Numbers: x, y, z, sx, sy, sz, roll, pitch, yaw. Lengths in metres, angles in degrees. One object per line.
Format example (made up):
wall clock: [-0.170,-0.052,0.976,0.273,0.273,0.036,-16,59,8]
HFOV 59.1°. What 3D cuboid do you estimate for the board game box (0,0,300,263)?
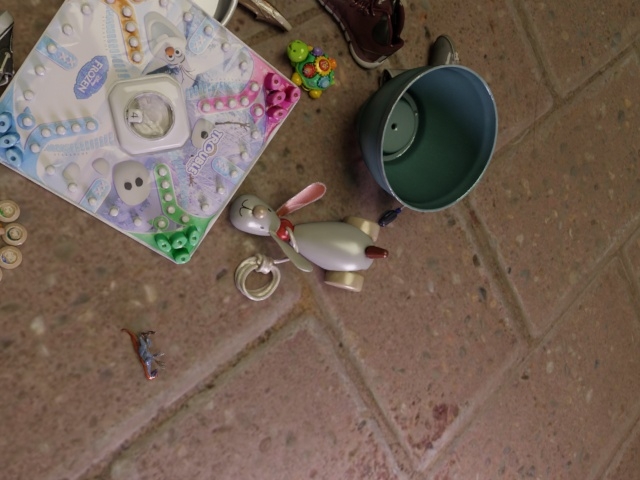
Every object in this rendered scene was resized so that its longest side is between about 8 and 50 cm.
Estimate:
board game box: [-0.281,-0.205,0.935,0.389,0.050,0.390,34,91,-25]

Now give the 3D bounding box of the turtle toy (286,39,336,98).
turtle toy: [-0.019,-0.364,1.175,0.130,0.066,0.095,29,73,-27]

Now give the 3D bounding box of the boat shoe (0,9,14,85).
boat shoe: [-0.503,-0.263,0.844,0.070,0.077,0.220,54,28,-44]

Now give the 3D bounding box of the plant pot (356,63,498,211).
plant pot: [0.197,-0.230,1.197,0.292,0.196,0.293,-12,116,-26]

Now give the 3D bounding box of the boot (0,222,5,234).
boot: [-0.587,-0.119,0.782,0.294,0.104,0.212,9,81,-21]

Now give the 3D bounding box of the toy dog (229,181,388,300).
toy dog: [0.000,0.000,1.109,0.333,0.161,0.220,-3,88,-31]

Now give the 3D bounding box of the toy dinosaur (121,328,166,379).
toy dinosaur: [-0.307,0.201,0.994,0.090,0.047,0.082,11,90,3]

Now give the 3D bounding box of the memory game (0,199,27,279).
memory game: [-0.551,-0.009,0.862,0.186,0.012,0.187,2,86,-31]

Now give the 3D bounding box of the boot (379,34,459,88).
boot: [0.230,-0.394,1.334,0.208,0.076,0.190,-8,89,-25]

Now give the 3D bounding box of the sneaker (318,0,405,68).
sneaker: [0.094,-0.516,1.196,0.106,0.162,0.281,-45,110,-25]

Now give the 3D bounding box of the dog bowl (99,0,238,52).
dog bowl: [-0.277,-0.451,0.966,0.264,0.104,0.265,-4,100,-22]

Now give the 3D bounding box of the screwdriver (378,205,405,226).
screwdriver: [0.195,-0.079,1.312,0.169,0.025,0.024,-35,105,-27]

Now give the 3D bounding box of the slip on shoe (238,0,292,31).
slip on shoe: [-0.117,-0.463,1.139,0.135,0.051,0.041,31,111,-34]
